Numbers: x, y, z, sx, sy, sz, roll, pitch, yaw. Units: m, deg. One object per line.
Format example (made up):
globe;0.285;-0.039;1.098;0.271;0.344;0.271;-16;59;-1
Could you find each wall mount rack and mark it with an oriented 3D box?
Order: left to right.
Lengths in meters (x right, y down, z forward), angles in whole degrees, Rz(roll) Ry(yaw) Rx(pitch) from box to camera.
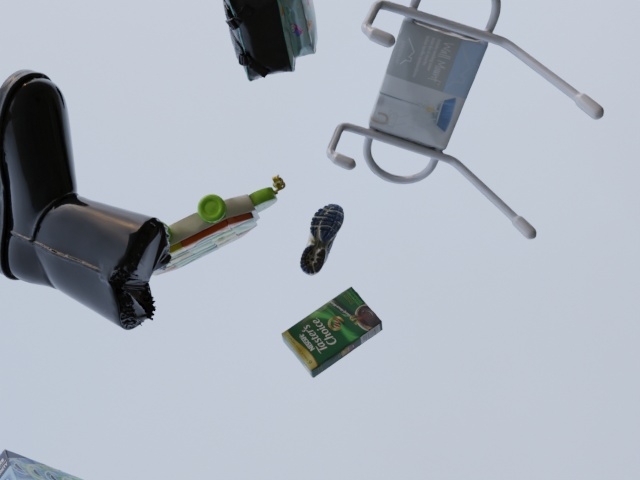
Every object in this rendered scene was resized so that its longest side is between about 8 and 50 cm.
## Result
wall mount rack;0.178;-0.160;1.088;0.304;0.350;0.130;18;-136;1

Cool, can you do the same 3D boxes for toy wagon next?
toy wagon;-0.221;-0.031;1.716;0.344;0.267;0.068;-26;-97;-3

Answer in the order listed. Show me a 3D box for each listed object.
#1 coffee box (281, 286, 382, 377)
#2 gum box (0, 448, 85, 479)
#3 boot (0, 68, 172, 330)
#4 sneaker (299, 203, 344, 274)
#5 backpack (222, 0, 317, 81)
coffee box;0.024;0.188;1.720;0.184;0.113;0.040;-32;-32;-14
gum box;-0.208;0.276;0.748;0.157;0.184;0.041;38;-93;-38
boot;-0.251;-0.043;0.895;0.094;0.207;0.247;-22;-55;-63
sneaker;0.000;0.000;1.419;0.052;0.058;0.135;24;-106;8
backpack;-0.083;-0.370;1.323;0.144;0.188;0.166;-18;-47;0
